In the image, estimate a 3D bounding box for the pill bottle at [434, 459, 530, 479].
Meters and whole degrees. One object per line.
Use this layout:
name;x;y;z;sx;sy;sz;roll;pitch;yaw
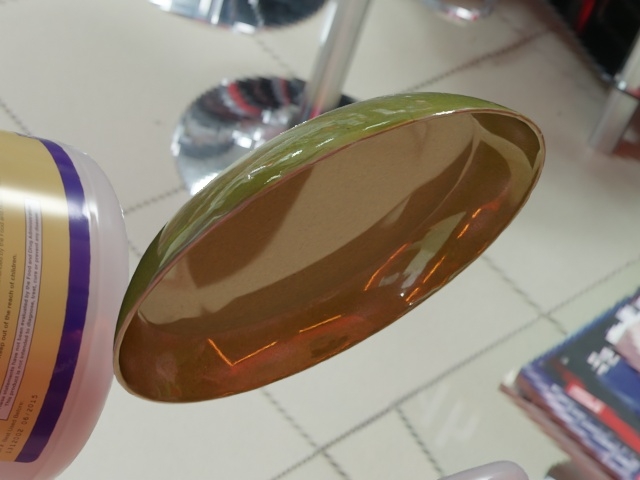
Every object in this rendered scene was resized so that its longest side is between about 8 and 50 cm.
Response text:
pill bottle;0.090;0.269;0.850;0.153;0.153;0.265;-14;76;-30

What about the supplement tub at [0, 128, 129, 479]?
supplement tub;-0.312;0.027;0.945;0.331;0.241;0.241;12;42;-34

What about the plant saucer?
plant saucer;0.000;0.000;0.763;0.241;0.241;0.037;-15;63;-31
